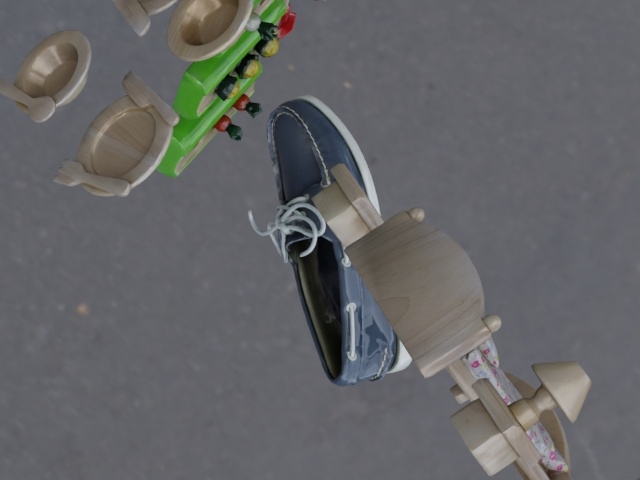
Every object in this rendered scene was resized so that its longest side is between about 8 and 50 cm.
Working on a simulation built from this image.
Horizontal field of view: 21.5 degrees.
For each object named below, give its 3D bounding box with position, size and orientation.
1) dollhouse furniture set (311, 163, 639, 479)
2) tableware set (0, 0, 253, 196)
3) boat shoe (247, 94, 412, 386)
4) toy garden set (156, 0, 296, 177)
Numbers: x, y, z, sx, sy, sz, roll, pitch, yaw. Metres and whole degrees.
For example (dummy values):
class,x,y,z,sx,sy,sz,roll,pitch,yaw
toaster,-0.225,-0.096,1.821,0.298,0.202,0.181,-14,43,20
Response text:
class,x,y,z,sx,sy,sz,roll,pitch,yaw
dollhouse furniture set,0.188,0.102,1.187,0.174,0.355,0.303,-34,133,3
tableware set,-0.102,-0.105,0.930,0.169,0.141,0.020,-51,135,-2
boat shoe,0.000,0.000,1.431,0.079,0.095,0.254,-14,85,-34
toy garden set,-0.018,-0.169,1.177,0.204,0.049,0.244,-51,173,-37
